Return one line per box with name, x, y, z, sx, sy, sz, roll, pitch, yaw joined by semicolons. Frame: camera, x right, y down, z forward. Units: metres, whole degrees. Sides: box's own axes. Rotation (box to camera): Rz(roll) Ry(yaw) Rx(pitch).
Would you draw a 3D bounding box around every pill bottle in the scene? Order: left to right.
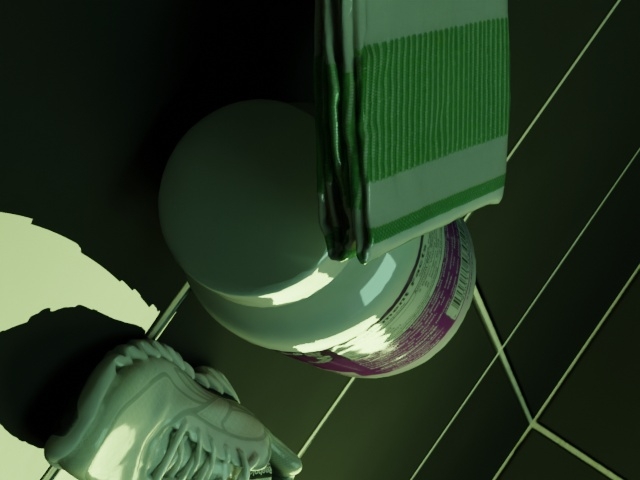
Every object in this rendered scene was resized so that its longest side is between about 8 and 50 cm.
pill bottle;0.000;0.000;1.120;0.169;0.169;0.301;-57;160;0

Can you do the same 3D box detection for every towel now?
towel;0.056;-0.166;0.984;0.248;0.038;0.325;-22;110;-59

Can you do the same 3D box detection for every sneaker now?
sneaker;-0.099;0.148;1.192;0.110;0.118;0.292;-57;159;5
